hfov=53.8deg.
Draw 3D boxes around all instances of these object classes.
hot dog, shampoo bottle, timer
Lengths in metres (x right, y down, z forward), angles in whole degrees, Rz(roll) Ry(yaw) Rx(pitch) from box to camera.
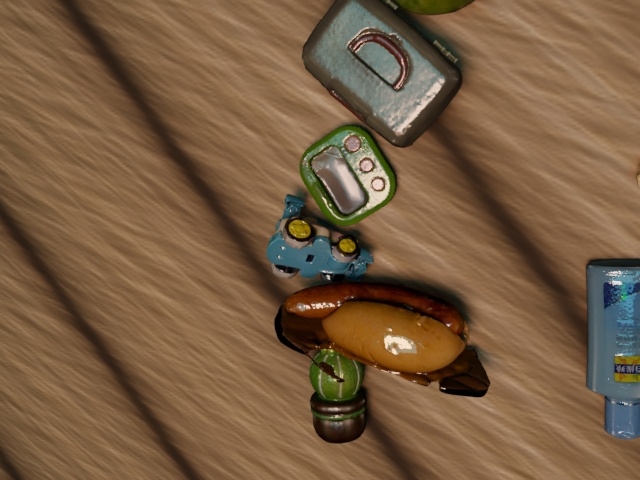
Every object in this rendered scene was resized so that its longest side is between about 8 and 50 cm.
[{"bbox_3d":[0.089,0.121,0.932,0.326,0.194,0.107,8,110,2],"label":"hot dog"},{"bbox_3d":[0.436,0.157,0.904,0.104,0.061,0.258,-1,102,18],"label":"shampoo bottle"},{"bbox_3d":[0.042,-0.100,0.976,0.128,0.047,0.140,-32,91,19],"label":"timer"}]

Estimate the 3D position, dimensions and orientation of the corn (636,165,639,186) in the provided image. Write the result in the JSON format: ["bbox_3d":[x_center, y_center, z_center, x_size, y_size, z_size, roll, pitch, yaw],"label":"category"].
[{"bbox_3d":[0.521,-0.103,0.820,0.206,0.067,0.067,-14,97,16],"label":"corn"}]

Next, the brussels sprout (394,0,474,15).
[{"bbox_3d":[0.156,-0.394,0.832,0.161,0.144,0.180,22,125,47],"label":"brussels sprout"}]

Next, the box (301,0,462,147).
[{"bbox_3d":[0.090,-0.242,0.886,0.210,0.129,0.148,43,110,5],"label":"box"}]

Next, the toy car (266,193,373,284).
[{"bbox_3d":[0.000,0.000,0.990,0.161,0.098,0.126,10,149,-8],"label":"toy car"}]

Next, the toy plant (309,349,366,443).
[{"bbox_3d":[0.027,0.242,1.030,0.093,0.093,0.162,0,102,17],"label":"toy plant"}]
